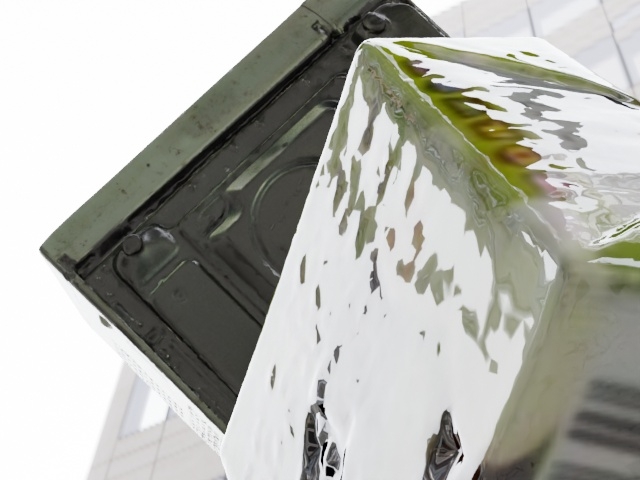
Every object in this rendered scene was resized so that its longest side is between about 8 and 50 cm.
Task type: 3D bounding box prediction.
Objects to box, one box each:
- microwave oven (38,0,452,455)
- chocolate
[{"bbox_3d":[0.000,0.000,1.106,0.333,0.247,0.394,43,-104,9],"label":"microwave oven"},{"bbox_3d":[0.071,0.073,0.577,0.137,0.289,0.301,12,-68,-22],"label":"chocolate"}]
